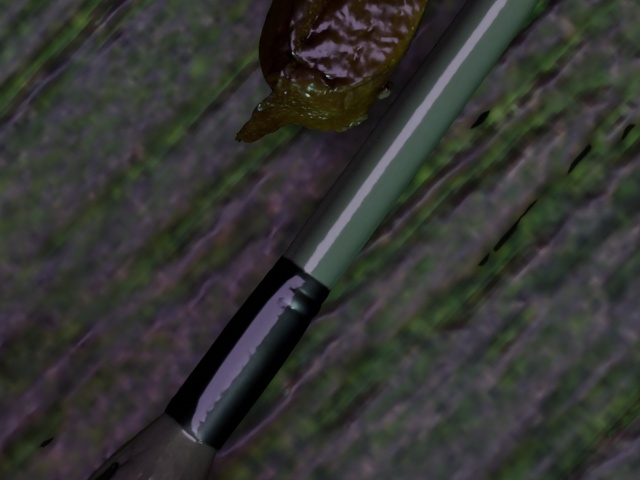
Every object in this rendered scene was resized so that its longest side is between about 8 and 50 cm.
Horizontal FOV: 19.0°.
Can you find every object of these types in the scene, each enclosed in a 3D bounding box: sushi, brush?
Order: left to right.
[{"bbox_3d":[0.000,0.000,0.690,0.042,0.039,0.299,34,89,5],"label":"brush"},{"bbox_3d":[0.010,-0.087,0.682,0.052,0.055,0.120,21,81,-3],"label":"sushi"}]
